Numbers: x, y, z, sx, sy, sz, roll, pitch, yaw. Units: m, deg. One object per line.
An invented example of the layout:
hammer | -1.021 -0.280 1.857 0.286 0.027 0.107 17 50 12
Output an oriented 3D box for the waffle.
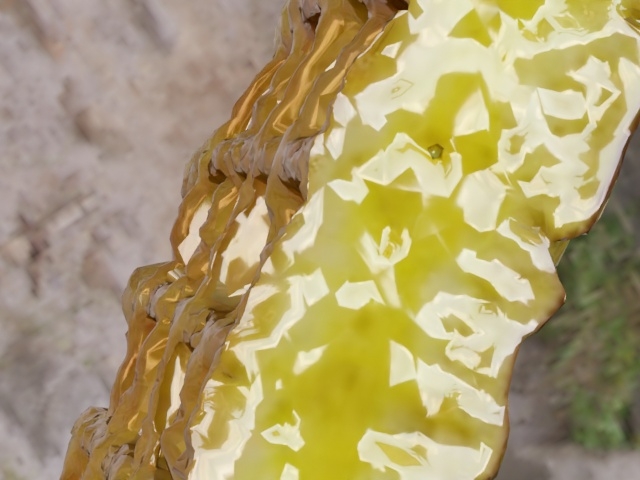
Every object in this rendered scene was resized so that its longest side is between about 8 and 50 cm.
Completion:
waffle | -0.001 0.000 0.435 0.057 0.229 0.219 25 -4 -10
